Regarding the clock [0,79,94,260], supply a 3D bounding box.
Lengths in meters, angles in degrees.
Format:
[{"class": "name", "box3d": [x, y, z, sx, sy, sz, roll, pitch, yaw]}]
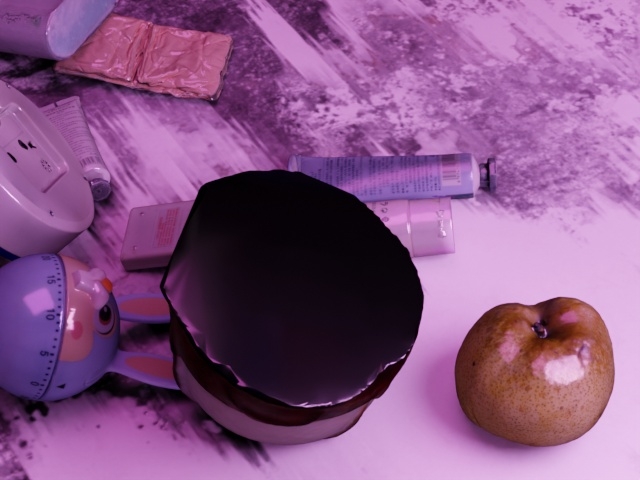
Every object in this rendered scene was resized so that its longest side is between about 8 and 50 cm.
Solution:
[{"class": "clock", "box3d": [-0.361, -0.086, 1.641, 0.083, 0.230, 0.230, -38, 48, 15]}]

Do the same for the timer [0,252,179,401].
[{"class": "timer", "box3d": [-0.244, 0.086, 1.530, 0.255, 0.175, 0.175, -7, 48, -7]}]

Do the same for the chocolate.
[{"class": "chocolate", "box3d": [-0.046, 0.091, 1.494, 0.284, 0.186, 0.283, 11, 55, -16]}]

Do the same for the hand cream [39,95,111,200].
[{"class": "hand cream", "box3d": [-0.308, -0.118, 1.801, 0.067, 0.042, 0.194, -25, 46, -10]}]

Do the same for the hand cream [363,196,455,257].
[{"class": "hand cream", "box3d": [0.000, 0.000, 1.680, 0.312, 0.070, 0.111, -5, 49, 8]}]

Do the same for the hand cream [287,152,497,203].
[{"class": "hand cream", "box3d": [0.086, -0.079, 1.744, 0.256, 0.055, 0.088, -1, 55, 3]}]

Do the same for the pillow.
[{"class": "pillow", "box3d": [-0.236, -0.249, 1.915, 0.233, 0.043, 0.126, 11, 53, 8]}]

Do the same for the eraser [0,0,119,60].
[{"class": "eraser", "box3d": [-0.405, -0.321, 1.926, 0.227, 0.081, 0.174, 13, 53, 28]}]

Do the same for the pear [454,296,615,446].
[{"class": "pear", "box3d": [0.223, 0.135, 1.488, 0.167, 0.136, 0.167, 0, 43, 0]}]

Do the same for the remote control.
[{"class": "remote control", "box3d": [-0.139, -0.012, 1.676, 0.190, 0.029, 0.087, -8, 48, 14]}]
